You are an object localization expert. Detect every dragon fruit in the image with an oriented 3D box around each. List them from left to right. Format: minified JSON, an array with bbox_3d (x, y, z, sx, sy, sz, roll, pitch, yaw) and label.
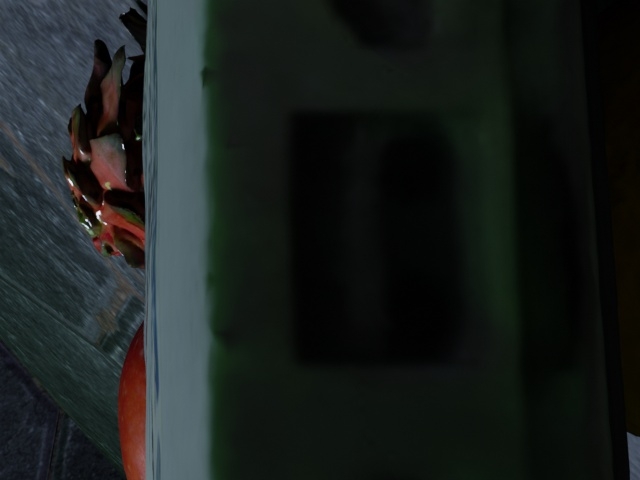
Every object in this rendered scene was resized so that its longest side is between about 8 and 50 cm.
[{"bbox_3d":[-0.095,-0.051,1.141,0.130,0.121,0.142,37,142,1],"label":"dragon fruit"}]

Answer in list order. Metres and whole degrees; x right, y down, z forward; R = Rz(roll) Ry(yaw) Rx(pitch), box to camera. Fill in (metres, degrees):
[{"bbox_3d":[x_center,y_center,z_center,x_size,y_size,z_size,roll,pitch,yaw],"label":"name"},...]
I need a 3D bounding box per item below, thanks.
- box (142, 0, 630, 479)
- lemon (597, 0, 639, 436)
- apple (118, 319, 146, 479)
[{"bbox_3d":[0.001,0.001,0.564,0.111,0.396,0.396,-1,166,-5],"label":"box"},{"bbox_3d":[0.123,-0.005,0.606,0.142,0.142,0.187,38,158,20],"label":"lemon"},{"bbox_3d":[-0.006,0.097,1.119,0.218,0.218,0.201,42,-168,7],"label":"apple"}]
